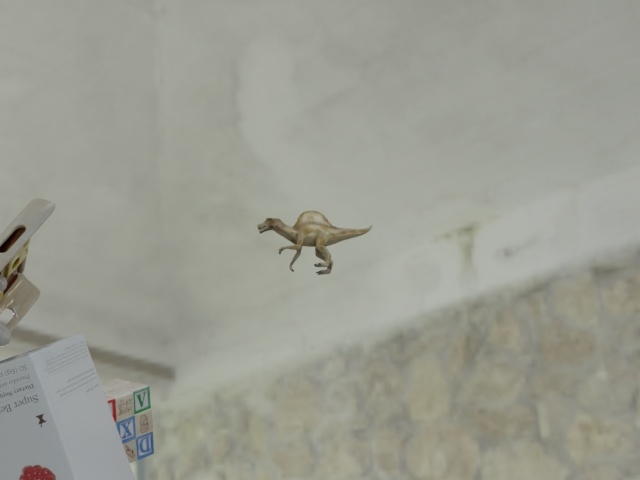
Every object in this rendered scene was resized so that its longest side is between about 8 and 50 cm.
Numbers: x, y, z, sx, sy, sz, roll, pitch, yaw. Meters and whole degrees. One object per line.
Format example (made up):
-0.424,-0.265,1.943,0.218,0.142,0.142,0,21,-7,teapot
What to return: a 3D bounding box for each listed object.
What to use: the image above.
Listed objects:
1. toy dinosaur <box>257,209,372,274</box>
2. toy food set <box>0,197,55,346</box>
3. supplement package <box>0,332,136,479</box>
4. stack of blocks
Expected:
0.000,0.000,2.077,0.183,0.092,0.053,3,-18,-17,toy dinosaur
-0.569,0.083,2.565,0.092,0.219,0.306,31,-38,4,toy food set
-0.351,0.289,1.738,0.178,0.292,0.175,-20,1,12,supplement package
-0.424,0.320,2.393,0.087,0.171,0.297,7,14,38,stack of blocks
